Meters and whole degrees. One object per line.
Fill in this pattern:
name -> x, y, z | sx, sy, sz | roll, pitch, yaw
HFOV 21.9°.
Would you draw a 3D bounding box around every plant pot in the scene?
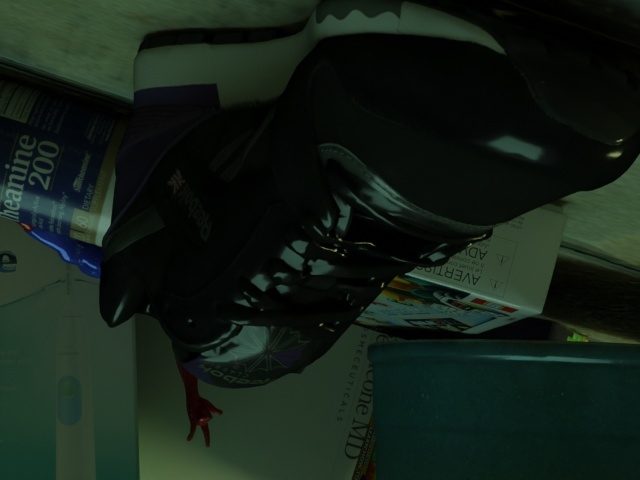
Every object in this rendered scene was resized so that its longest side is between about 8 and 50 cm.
plant pot -> 0.156, 0.194, 0.966 | 0.272, 0.255, 0.271 | 3, 172, 0

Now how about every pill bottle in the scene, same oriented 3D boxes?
pill bottle -> -0.151, -0.044, 0.823 | 0.120, 0.067, 0.067 | 17, 172, -3

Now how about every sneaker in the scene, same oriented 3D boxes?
sneaker -> 0.006, -0.004, 0.565 | 0.107, 0.124, 0.283 | 20, 171, -25

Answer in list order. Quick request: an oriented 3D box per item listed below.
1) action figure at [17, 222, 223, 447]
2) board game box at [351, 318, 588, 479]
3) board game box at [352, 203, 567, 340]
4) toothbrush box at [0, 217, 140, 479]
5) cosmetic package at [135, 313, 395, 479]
action figure -> -0.108, 0.042, 1.079 | 0.091, 0.139, 0.280 | -28, 151, 29
board game box -> 0.101, 0.134, 1.176 | 0.141, 0.170, 0.048 | 7, 166, 47
board game box -> 0.000, 0.000, 0.867 | 0.193, 0.053, 0.305 | 16, 172, -2
toothbrush box -> -0.239, 0.124, 1.171 | 0.216, 0.295, 0.126 | -2, 176, -11
cosmetic package -> -0.123, 0.102, 1.329 | 0.365, 0.197, 0.155 | 15, 174, 3
